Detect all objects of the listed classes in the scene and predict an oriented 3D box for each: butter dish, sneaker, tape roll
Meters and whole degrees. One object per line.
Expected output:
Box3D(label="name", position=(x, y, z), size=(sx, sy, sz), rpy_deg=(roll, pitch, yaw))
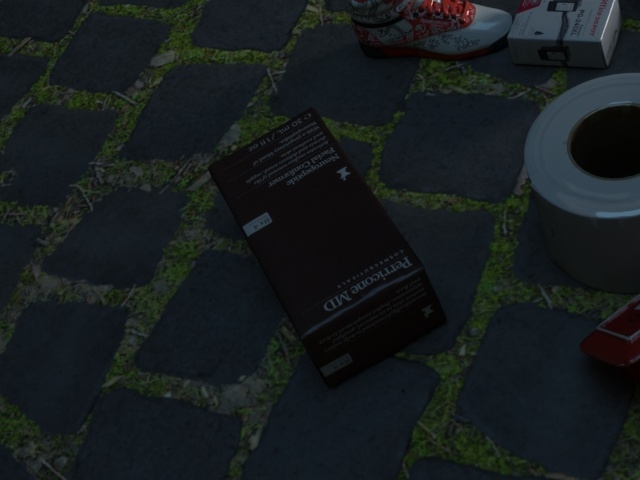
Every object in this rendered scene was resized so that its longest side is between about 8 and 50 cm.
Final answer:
Box3D(label="butter dish", position=(0.419, 0.128, 1.381), size=(0.160, 0.118, 0.160), rpy_deg=(-37, 7, -5))
Box3D(label="sneaker", position=(0.172, -0.371, 1.853), size=(0.270, 0.145, 0.090), rpy_deg=(1, 54, 24))
Box3D(label="tape roll", position=(0.401, -0.076, 1.507), size=(0.246, 0.169, 0.246), rpy_deg=(-11, 50, 14))

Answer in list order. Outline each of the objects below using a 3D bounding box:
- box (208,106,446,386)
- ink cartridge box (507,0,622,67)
Box3D(label="box", position=(0.000, 0.000, 1.638), size=(0.191, 0.143, 0.381), rpy_deg=(-30, 50, -2))
Box3D(label="ink cartridge box", position=(0.381, -0.329, 1.787), size=(0.150, 0.063, 0.109), rpy_deg=(7, 57, 28))
